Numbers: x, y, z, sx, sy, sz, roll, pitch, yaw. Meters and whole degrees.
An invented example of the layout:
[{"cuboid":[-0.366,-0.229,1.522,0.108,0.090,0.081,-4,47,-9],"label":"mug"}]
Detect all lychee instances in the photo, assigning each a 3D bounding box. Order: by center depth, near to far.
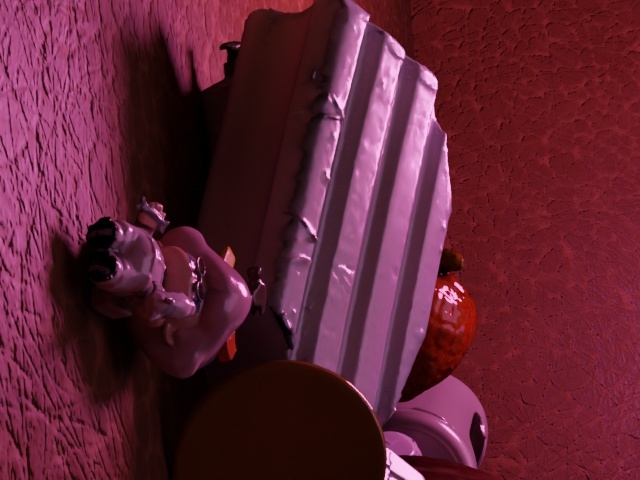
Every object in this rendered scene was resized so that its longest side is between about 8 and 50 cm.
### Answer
[{"cuboid":[0.105,0.091,2.148,0.255,0.300,0.255,41,6,-5],"label":"lychee"}]

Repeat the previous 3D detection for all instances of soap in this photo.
[{"cuboid":[0.000,0.000,1.561,0.261,0.156,0.446,36,56,-45],"label":"soap"}]

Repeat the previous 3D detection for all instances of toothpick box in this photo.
[{"cuboid":[0.142,0.315,2.341,0.316,0.229,0.229,-47,130,-74],"label":"toothpick box"}]

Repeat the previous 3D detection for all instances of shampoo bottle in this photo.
[{"cuboid":[-0.082,-0.106,1.677,0.118,0.087,0.234,-5,89,-72],"label":"shampoo bottle"}]

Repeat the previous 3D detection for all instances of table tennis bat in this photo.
[{"cuboid":[-0.050,0.265,1.411,0.050,0.198,0.321,-119,-139,-75],"label":"table tennis bat"}]

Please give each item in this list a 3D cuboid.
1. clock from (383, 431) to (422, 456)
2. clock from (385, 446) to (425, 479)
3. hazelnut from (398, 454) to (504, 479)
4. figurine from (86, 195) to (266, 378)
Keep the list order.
[{"cuboid":[0.074,0.351,2.126,0.176,0.080,0.117,-27,129,-33],"label":"clock"},{"cuboid":[0.016,0.370,1.497,0.116,0.231,0.262,34,35,-22],"label":"clock"},{"cuboid":[0.149,0.455,1.800,0.429,0.402,0.402,-55,138,-64],"label":"hazelnut"},{"cuboid":[-0.129,0.046,1.273,0.229,0.112,0.137,38,36,-58],"label":"figurine"}]
